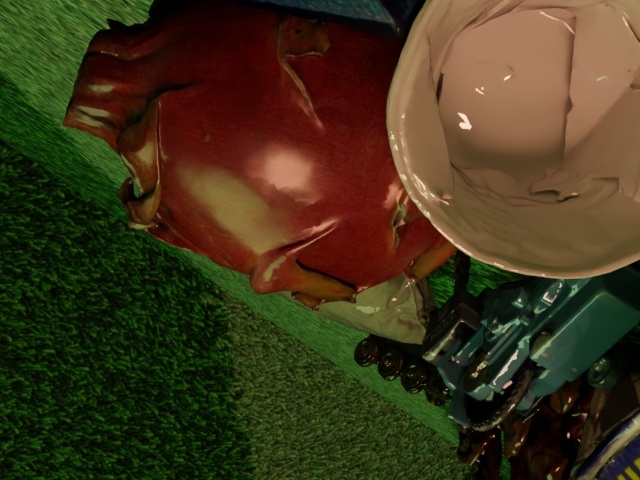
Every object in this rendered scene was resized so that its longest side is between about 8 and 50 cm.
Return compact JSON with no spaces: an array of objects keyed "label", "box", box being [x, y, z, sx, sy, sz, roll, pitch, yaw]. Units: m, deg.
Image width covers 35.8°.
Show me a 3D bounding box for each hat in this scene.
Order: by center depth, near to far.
[{"label":"hat","box":[0.128,-0.082,0.569,0.203,0.203,0.126,34,-174,-12]}]

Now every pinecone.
[{"label":"pinecone","box":[0.277,0.197,1.138,0.309,0.244,0.244,16,169,-4]}]

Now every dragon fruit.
[{"label":"dragon fruit","box":[-0.015,-0.082,0.724,0.315,0.250,0.250,37,168,-5]}]

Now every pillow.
[{"label":"pillow","box":[0.000,0.000,1.254,0.309,0.138,0.283,25,158,20]}]

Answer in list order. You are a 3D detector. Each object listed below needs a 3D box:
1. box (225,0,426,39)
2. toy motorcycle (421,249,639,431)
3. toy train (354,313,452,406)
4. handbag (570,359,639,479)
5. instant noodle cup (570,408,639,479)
[{"label":"box","box":[-0.088,-0.245,0.508,0.279,0.116,0.261,23,164,37]},{"label":"toy motorcycle","box":[0.179,0.019,0.711,0.123,0.182,0.272,31,124,-11]},{"label":"toy train","box":[0.152,0.171,1.572,0.090,0.137,0.225,35,172,-37]},{"label":"handbag","box":[0.458,0.221,0.836,0.416,0.180,0.316,22,-167,30]},{"label":"instant noodle cup","box":[0.336,0.176,0.505,0.312,0.284,0.284,57,180,25]}]
